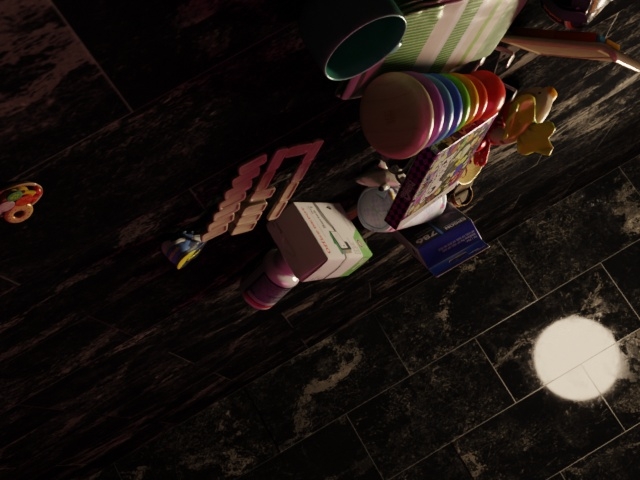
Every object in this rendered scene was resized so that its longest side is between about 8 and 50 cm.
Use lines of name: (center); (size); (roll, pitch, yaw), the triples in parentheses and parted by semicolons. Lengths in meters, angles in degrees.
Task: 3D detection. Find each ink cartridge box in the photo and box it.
ink cartridge box: (0.000, 0.000, 1.841); (0.092, 0.160, 0.219); (-39, 164, 24)
ink cartridge box: (0.299, -0.027, 2.155); (0.165, 0.065, 0.332); (-29, -153, -5)

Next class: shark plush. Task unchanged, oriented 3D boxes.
shark plush: (0.162, -0.144, 1.862); (0.161, 0.073, 0.067); (-9, 170, -35)

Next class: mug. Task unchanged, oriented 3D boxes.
mug: (0.038, -0.288, 1.089); (0.129, 0.097, 0.158); (-32, 166, 1)

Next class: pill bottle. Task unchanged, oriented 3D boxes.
pill bottle: (-0.111, 0.084, 2.002); (0.108, 0.108, 0.180); (-15, 159, -47)

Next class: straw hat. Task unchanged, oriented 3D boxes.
straw hat: (0.342, -0.212, 2.002); (0.144, 0.144, 0.061); (-17, -158, -42)

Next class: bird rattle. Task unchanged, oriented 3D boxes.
bird rattle: (0.446, -0.265, 1.874); (0.207, 0.143, 0.253); (-52, -166, -19)

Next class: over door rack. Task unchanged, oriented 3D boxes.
over door rack: (0.258, -0.251, 1.674); (0.324, 0.108, 0.239); (-47, 164, 5)

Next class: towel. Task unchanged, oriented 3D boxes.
towel: (0.190, -0.338, 1.324); (0.325, 0.038, 0.248); (-23, 164, -21)

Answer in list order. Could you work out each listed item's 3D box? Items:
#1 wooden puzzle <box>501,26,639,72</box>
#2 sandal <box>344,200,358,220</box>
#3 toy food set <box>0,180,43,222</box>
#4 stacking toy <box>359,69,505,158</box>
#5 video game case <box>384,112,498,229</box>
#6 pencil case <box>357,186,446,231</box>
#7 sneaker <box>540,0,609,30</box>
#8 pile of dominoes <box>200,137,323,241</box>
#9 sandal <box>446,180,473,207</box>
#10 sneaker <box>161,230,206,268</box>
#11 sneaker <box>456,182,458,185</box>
wooden puzzle: (0.457, -0.361, 1.496); (0.221, 0.239, 0.044); (-7, 113, -57)
sandal: (0.054, -0.041, 2.031); (0.180, 0.049, 0.072); (-30, 165, -5)
toy food set: (-0.421, -0.052, 1.113); (0.083, 0.020, 0.082); (-37, 164, 25)
stacking toy: (0.220, -0.239, 1.408); (0.330, 0.141, 0.141); (-21, 163, -44)
video game case: (0.236, -0.146, 1.608); (0.210, 0.042, 0.232); (-35, 160, -36)
pencil case: (0.207, -0.095, 2.039); (0.273, 0.113, 0.124); (-11, 113, -51)
sneaker: (0.423, -0.426, 1.339); (0.127, 0.126, 0.321); (-42, 164, 17)
pile of dominoes: (-0.124, -0.104, 1.548); (0.196, 0.040, 0.251); (-17, 152, -41)
sandal: (0.426, -0.139, 2.424); (0.090, 0.060, 0.219); (-27, 165, -14)
sneaker: (-0.261, 0.006, 1.576); (0.053, 0.059, 0.144); (-55, 177, 18)
sneaker: (0.268, -0.148, 2.006); (0.098, 0.083, 0.224); (-54, 152, 6)
